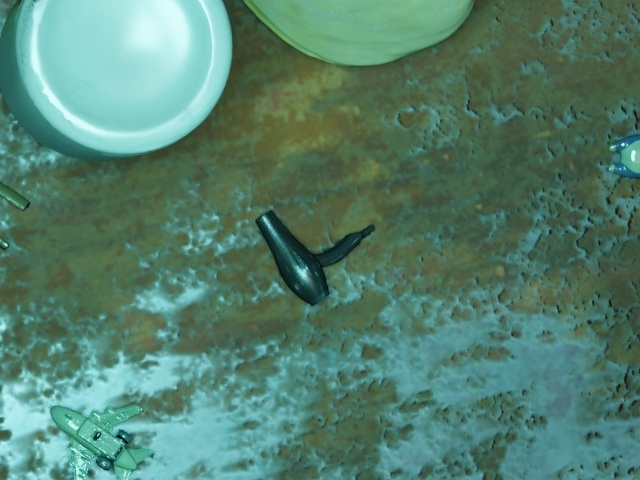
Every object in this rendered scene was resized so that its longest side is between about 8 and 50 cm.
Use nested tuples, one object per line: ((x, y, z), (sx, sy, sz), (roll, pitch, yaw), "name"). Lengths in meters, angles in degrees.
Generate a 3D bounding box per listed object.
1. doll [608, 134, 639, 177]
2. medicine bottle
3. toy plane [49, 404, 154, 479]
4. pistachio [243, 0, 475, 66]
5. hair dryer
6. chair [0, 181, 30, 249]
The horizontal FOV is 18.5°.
((0.286, -0.067, 1.546), (0.125, 0.027, 0.037), (-3, 99, -12), "doll")
((-0.149, -0.123, 1.341), (0.145, 0.252, 0.144), (0, 89, -15), "medicine bottle")
((-0.164, 0.148, 1.451), (0.083, 0.033, 0.080), (38, 72, -10), "toy plane")
((0.020, -0.202, 1.443), (0.201, 0.117, 0.145), (12, 93, -11), "pistachio")
((0.000, 0.000, 1.493), (0.083, 0.031, 0.079), (-31, 88, -24), "hair dryer")
((-0.316, -0.055, 1.390), (0.095, 0.104, 0.221), (-44, 102, 9), "chair")
